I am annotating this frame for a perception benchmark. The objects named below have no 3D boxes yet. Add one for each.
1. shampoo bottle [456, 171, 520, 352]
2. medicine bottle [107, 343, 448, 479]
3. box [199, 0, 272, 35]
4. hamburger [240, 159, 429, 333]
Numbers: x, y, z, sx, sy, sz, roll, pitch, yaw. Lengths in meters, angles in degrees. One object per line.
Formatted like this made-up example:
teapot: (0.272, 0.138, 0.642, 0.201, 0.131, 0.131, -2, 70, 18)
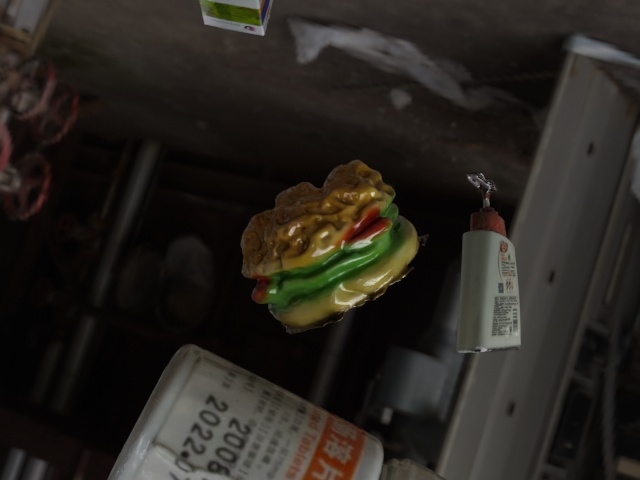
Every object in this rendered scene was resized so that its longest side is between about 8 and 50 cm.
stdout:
shampoo bottle: (0.264, 0.037, 1.888, 0.071, 0.284, 0.153, -7, 172, 33)
medicine bottle: (-0.035, 0.284, 1.315, 0.372, 0.211, 0.211, 27, 173, -2)
box: (-0.120, -0.469, 1.775, 0.107, 0.200, 0.299, 11, 163, 7)
hamburger: (0.000, 0.000, 1.473, 0.148, 0.237, 0.237, 57, 161, -14)
